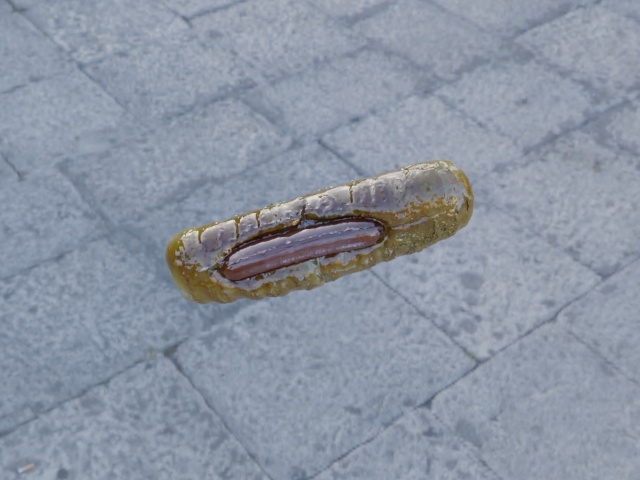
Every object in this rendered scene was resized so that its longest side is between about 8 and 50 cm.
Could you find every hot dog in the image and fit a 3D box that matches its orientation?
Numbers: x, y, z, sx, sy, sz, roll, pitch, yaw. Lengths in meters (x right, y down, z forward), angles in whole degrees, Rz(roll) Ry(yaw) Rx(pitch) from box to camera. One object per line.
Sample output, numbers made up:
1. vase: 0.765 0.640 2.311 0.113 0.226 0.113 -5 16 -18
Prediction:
1. hot dog: 0.000 0.000 0.560 0.215 0.066 0.047 -14 16 2
